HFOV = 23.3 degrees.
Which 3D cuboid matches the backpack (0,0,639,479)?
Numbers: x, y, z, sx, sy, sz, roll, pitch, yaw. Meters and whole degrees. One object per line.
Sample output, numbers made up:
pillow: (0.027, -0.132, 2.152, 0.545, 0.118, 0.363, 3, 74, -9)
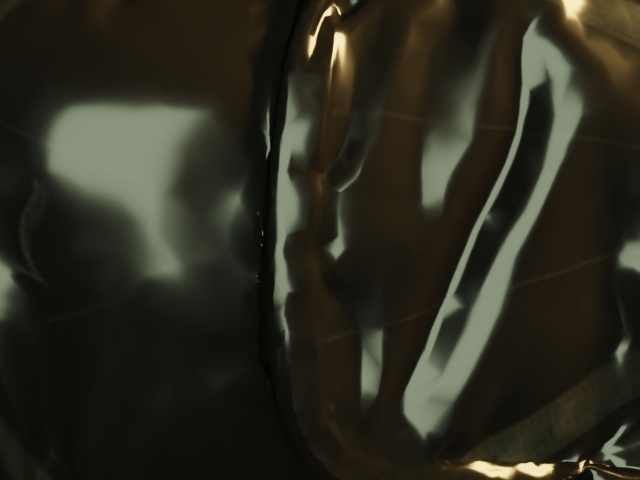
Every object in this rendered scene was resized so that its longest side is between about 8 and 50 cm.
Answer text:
backpack: (0.000, 0.000, 0.721, 0.445, 0.255, 0.363, 1, 91, -21)
